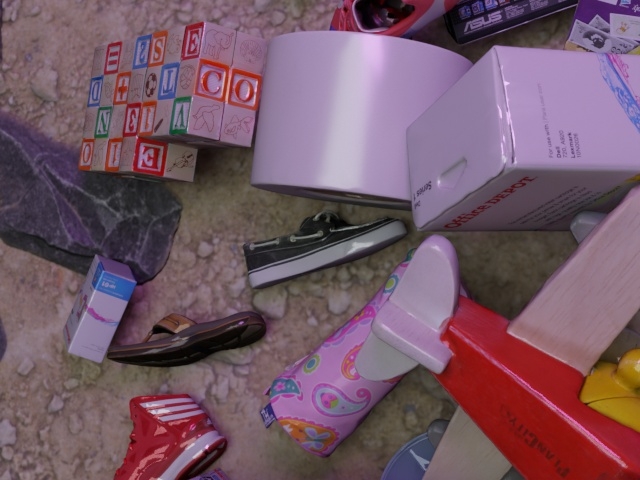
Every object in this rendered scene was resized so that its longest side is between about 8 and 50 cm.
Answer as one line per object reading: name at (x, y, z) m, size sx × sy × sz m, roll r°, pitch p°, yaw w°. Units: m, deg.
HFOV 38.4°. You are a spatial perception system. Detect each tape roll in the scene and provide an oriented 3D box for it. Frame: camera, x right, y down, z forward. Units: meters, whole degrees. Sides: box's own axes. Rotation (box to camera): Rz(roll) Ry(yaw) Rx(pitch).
tape roll at (0.048, -0.130, 1.062) m, size 0.246 × 0.246 × 0.169 m, roll 6°, pitch 89°, yaw 19°

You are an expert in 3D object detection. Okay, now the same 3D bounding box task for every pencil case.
pencil case at (0.059, 0.134, 1.110) m, size 0.284 × 0.124 × 0.124 m, roll -44°, pitch 75°, yaw 13°

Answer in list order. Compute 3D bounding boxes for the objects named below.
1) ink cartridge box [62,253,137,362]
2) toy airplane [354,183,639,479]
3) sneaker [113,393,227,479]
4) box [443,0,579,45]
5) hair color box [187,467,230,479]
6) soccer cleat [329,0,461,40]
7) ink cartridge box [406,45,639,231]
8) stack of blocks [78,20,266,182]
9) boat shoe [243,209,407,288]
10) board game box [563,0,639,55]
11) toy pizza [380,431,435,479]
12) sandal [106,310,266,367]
ink cartridge box at (-0.300, 0.092, 1.245) m, size 0.052 × 0.088 × 0.122 m, roll 21°, pitch 96°, yaw -23°
toy airplane at (0.230, 0.143, 0.927) m, size 0.386 × 0.272 × 0.384 m, roll -6°, pitch 100°, yaw 46°
sneaker at (-0.239, 0.290, 1.232) m, size 0.221 × 0.087 × 0.128 m, roll -37°, pitch 67°, yaw 1°
box at (0.247, -0.365, 1.020) m, size 0.270 × 0.060 × 0.216 m, roll -19°, pitch 117°, yaw 5°
hair color box at (-0.144, 0.344, 1.139) m, size 0.093 × 0.167 × 0.053 m, roll 42°, pitch 100°, yaw 16°
soccer cleat at (0.063, -0.260, 1.041) m, size 0.116 × 0.318 × 0.109 m, roll -33°, pitch 96°, yaw -23°
ink cartridge box at (0.247, -0.087, 0.886) m, size 0.278 × 0.201 × 0.117 m, roll 0°, pitch 75°, yaw -19°
stack of blocks at (-0.194, -0.163, 1.150) m, size 0.297 × 0.087 × 0.171 m, roll 5°, pitch 87°, yaw 53°
boat shoe at (0.000, 0.000, 1.158) m, size 0.219 × 0.078 × 0.070 m, roll -18°, pitch 83°, yaw 19°
board game box at (0.429, -0.151, 0.997) m, size 0.346 × 0.056 × 0.208 m, roll 23°, pitch 115°, yaw 18°
toy pizza at (0.166, 0.325, 1.106) m, size 0.201 × 0.032 × 0.201 m, roll -1°, pitch 87°, yaw 18°
sandal at (-0.177, 0.121, 1.210) m, size 0.219 × 0.090 × 0.060 m, roll -19°, pitch 64°, yaw 18°
